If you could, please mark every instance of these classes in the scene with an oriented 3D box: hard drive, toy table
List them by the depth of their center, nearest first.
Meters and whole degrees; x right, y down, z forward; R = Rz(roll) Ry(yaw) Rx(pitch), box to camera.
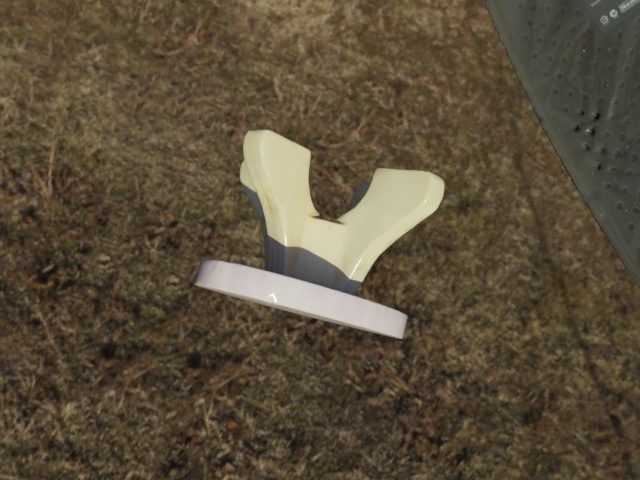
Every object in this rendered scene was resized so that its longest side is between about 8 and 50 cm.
[{"bbox_3d":[0.198,-0.087,0.381,0.054,0.172,0.255,2,60,-53],"label":"hard drive"},{"bbox_3d":[0.000,0.000,0.800,0.252,0.161,0.274,11,-7,27],"label":"toy table"}]
